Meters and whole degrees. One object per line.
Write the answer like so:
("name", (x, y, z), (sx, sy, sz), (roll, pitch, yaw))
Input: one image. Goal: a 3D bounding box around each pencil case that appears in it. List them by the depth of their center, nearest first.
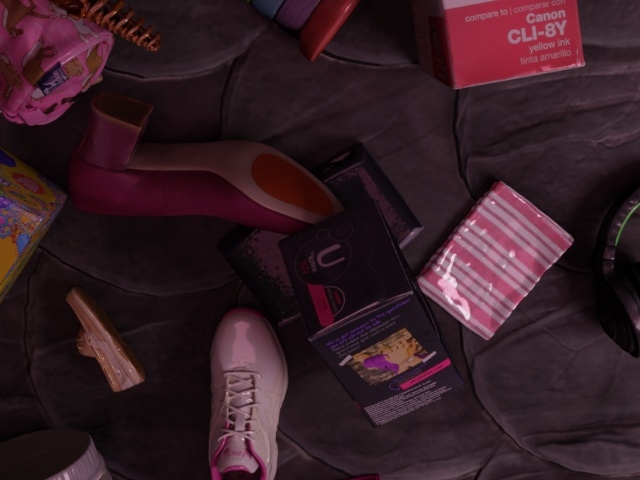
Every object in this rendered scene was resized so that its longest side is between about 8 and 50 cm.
("pencil case", (-0.441, -0.321, 1.285), (0.386, 0.167, 0.160), (45, 122, -2))

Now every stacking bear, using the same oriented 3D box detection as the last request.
("stacking bear", (-0.073, -0.381, 1.301), (0.289, 0.164, 0.175), (37, 101, -5))

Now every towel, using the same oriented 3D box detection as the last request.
("towel", (0.244, 0.031, 1.470), (0.144, 0.029, 0.197), (37, 101, -9))

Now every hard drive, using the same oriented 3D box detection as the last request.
("hard drive", (0.000, 0.000, 1.446), (0.255, 0.054, 0.172), (-35, 102, 8))

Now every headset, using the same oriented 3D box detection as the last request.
("headset", (0.501, 0.101, 1.410), (0.244, 0.185, 0.394), (3, 93, -1))

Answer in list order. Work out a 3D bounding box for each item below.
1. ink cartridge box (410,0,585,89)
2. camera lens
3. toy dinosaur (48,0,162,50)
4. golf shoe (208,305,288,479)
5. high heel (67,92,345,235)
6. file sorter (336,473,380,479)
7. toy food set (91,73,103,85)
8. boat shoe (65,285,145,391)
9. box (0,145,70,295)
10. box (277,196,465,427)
("ink cartridge box", (0.182, -0.392, 1.230), (0.161, 0.279, 0.384), (-10, 104, 1))
("camera lens", (-0.384, 0.432, 1.468), (0.220, 0.219, 0.274), (-12, 105, 2))
("toy dinosaur", (-0.288, -0.342, 1.231), (0.218, 0.164, 0.321), (-29, 91, -29))
("golf shoe", (-0.105, 0.249, 1.467), (0.115, 0.140, 0.306), (0, 103, 1))
("high heel", (-0.155, -0.053, 1.398), (0.377, 0.127, 0.181), (26, 129, 3))
("file sorter", (-0.037, 0.488, 1.499), (0.291, 0.202, 0.182), (-10, 107, 2))
("toy food set", (-0.373, -0.277, 1.385), (0.132, 0.038, 0.192), (-21, 93, -1))
("boat shoe", (-0.317, 0.145, 1.476), (0.059, 0.063, 0.170), (-32, 103, 1))
("box", (-0.540, -0.017, 1.373), (0.290, 0.177, 0.279), (34, 102, -8))
("box", (0.069, 0.102, 1.354), (0.143, 0.165, 0.270), (-25, 140, 5))
